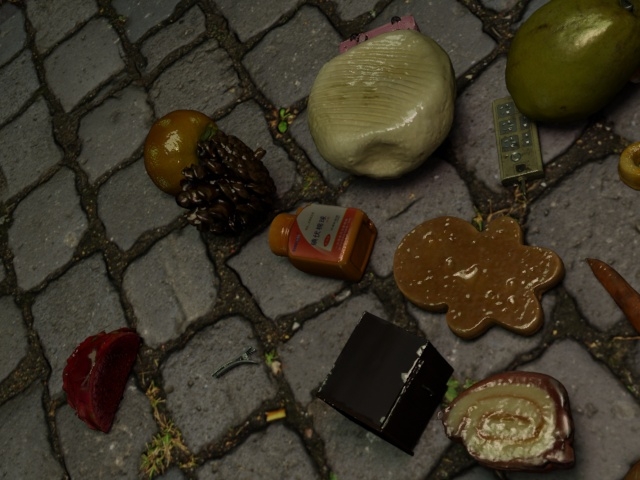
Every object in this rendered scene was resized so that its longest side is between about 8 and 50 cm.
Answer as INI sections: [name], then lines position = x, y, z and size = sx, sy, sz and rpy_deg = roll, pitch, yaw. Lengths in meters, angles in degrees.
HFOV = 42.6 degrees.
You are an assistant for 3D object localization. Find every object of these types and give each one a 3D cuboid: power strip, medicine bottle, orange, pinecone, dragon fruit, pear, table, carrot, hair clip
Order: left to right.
[dragon fruit]
position = -0.537, 0.310, 1.971
size = 0.163, 0.189, 0.261
rpy_deg = 18, 66, 3
[orange]
position = -0.378, -0.244, 2.171
size = 0.179, 0.158, 0.237
rpy_deg = 7, 71, 50
[pinecone]
position = -0.224, -0.126, 1.991
size = 0.243, 0.243, 0.257
rpy_deg = 35, 113, 37
[hair clip]
position = -0.194, 0.284, 1.858
size = 0.115, 0.030, 0.039
rpy_deg = -31, 54, 10
[medicine bottle]
position = 0.000, 0.000, 1.861
size = 0.222, 0.112, 0.149
rpy_deg = 8, 68, 31
[table]
position = 0.135, 0.278, 1.597
size = 0.172, 0.169, 0.193
rpy_deg = 23, 75, 36
[power strip]
position = 0.431, -0.210, 1.792
size = 0.092, 0.034, 0.268
rpy_deg = -12, 58, 22
[pear]
position = 0.525, -0.383, 1.690
size = 0.307, 0.253, 0.252
rpy_deg = -47, 40, 48
[carrot]
position = 0.572, 0.104, 1.538
size = 0.057, 0.057, 0.224
rpy_deg = -35, 47, 7

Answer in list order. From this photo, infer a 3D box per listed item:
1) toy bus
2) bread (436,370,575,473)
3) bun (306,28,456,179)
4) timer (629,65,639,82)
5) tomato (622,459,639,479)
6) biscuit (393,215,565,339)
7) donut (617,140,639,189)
[toy bus]
position = 0.153, -0.495, 2.069
size = 0.203, 0.090, 0.063
rpy_deg = -18, 56, 18
[bread]
position = 0.342, 0.329, 1.484
size = 0.244, 0.123, 0.190
rpy_deg = -6, 59, 25
[bun]
position = 0.155, -0.296, 1.870
size = 0.349, 0.227, 0.352
rpy_deg = 13, 73, 33
[timer]
position = 0.693, -0.360, 1.700
size = 0.152, 0.132, 0.132
rpy_deg = -1, 61, 56
[tomato]
position = 0.579, 0.434, 1.235
size = 0.270, 0.222, 0.270
rpy_deg = -16, 55, 24
[biscuit]
position = 0.313, 0.070, 1.690
size = 0.355, 0.052, 0.275
rpy_deg = 13, 70, 34
[donut]
position = 0.645, -0.151, 1.640
size = 0.097, 0.043, 0.108
rpy_deg = -50, 48, -6
